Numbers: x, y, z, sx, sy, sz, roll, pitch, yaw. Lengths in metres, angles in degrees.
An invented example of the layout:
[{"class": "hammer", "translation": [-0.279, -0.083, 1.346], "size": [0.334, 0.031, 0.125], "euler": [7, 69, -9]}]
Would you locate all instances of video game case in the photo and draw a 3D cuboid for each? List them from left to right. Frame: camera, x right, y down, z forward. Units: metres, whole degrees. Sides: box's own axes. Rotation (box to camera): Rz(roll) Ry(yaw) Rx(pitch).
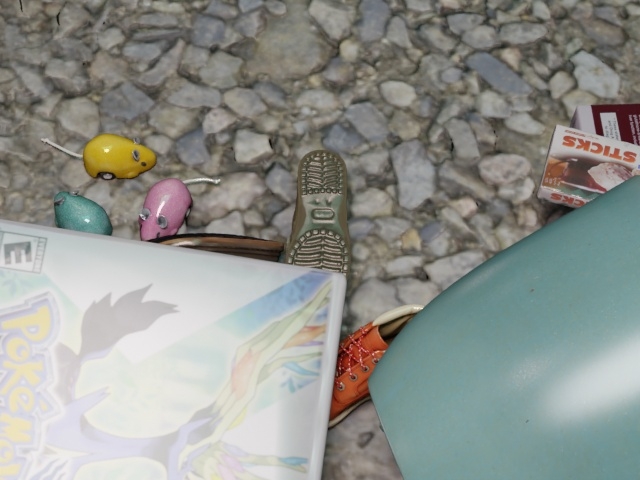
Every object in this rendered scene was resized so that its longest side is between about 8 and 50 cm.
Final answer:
[{"class": "video game case", "translation": [-0.148, 0.159, 1.077], "size": [0.300, 0.036, 0.329], "euler": [9, 73, -4]}]

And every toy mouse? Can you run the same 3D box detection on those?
[{"class": "toy mouse", "translation": [-0.167, -0.031, 1.253], "size": [0.161, 0.031, 0.143], "euler": [4, 59, -1]}]

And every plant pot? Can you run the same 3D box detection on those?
[{"class": "plant pot", "translation": [0.173, 0.135, 1.036], "size": [0.235, 0.293, 0.293], "euler": [-24, 62, 2]}]

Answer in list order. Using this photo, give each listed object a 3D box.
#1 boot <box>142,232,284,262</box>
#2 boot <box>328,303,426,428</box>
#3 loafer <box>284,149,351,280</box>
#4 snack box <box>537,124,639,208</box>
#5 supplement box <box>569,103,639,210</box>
[{"class": "boot", "translation": [-0.134, 0.050, 1.194], "size": [0.219, 0.082, 0.106], "euler": [-4, 93, -16]}, {"class": "boot", "translation": [0.022, 0.097, 1.157], "size": [0.158, 0.084, 0.059], "euler": [-23, 64, -14]}, {"class": "loafer", "translation": [0.000, 0.000, 1.236], "size": [0.056, 0.050, 0.148], "euler": [7, 74, 2]}, {"class": "snack box", "translation": [0.269, -0.042, 1.203], "size": [0.178, 0.022, 0.064], "euler": [15, 62, 6]}, {"class": "supplement box", "translation": [0.337, -0.048, 1.265], "size": [0.239, 0.073, 0.130], "euler": [-1, 60, -3]}]
